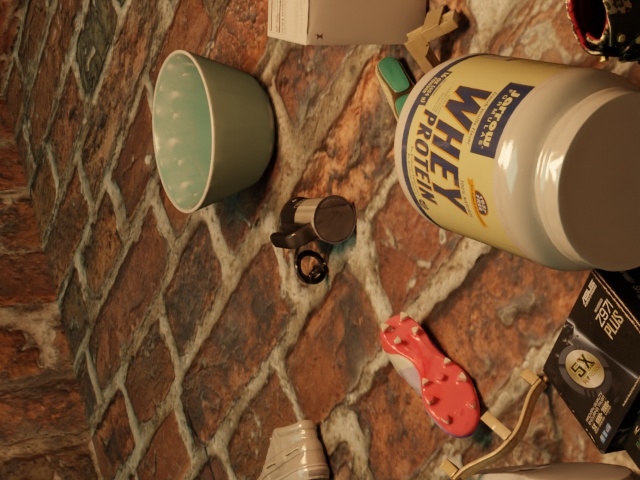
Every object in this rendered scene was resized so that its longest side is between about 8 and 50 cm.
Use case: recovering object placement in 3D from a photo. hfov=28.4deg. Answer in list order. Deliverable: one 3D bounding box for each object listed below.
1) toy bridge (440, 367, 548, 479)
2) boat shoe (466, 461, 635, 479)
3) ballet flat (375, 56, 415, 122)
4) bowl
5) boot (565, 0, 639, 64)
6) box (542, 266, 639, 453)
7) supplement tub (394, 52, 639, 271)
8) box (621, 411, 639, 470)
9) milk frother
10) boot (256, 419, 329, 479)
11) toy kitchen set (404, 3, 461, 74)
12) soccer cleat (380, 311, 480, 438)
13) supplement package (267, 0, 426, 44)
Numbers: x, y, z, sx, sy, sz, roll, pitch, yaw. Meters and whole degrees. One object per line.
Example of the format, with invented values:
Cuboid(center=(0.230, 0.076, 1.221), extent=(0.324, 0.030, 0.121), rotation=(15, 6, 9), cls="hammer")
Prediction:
Cuboid(center=(0.245, 0.256, 1.714), extent=(0.188, 0.026, 0.063), rotation=(-48, 37, -1), cls="toy bridge")
Cuboid(center=(0.293, 0.375, 1.644), extent=(0.367, 0.136, 0.156), rotation=(156, 107, -64), cls="boat shoe")
Cuboid(center=(0.132, -0.214, 1.952), extent=(0.052, 0.057, 0.168), rotation=(75, 176, -57), cls="ballet flat")
Cuboid(center=(-0.196, -0.213, 2.448), extent=(0.311, 0.163, 0.311), rotation=(21, 113, 61), cls="bowl")
Cuboid(center=(0.370, -0.189, 1.343), extent=(0.085, 0.178, 0.236), rotation=(-52, 49, 53), cls="boot")
Cuboid(center=(0.363, 0.141, 1.526), extent=(0.147, 0.077, 0.180), rotation=(60, 144, 40), cls="box")
Cuboid(center=(0.261, -0.096, 1.509), extent=(0.325, 0.235, 0.235), rotation=(24, 116, 60), cls="supplement tub")
Cuboid(center=(0.403, 0.226, 1.480), extent=(0.052, 0.062, 0.083), rotation=(59, 143, 42), cls="box")
Cuboid(center=(0.000, 0.000, 2.203), extent=(0.143, 0.129, 0.135), rotation=(46, 161, -20), cls="milk frother")
Cuboid(center=(-0.067, 0.423, 2.410), extent=(0.258, 0.095, 0.123), rotation=(-37, 55, 49), cls="boot")
Cuboid(center=(0.180, -0.296, 1.861), extent=(0.083, 0.075, 0.068), rotation=(-25, 27, 28), cls="toy kitchen set")
Cuboid(center=(0.170, 0.213, 1.931), extent=(0.248, 0.083, 0.095), rotation=(52, 168, 39), cls="soccer cleat")
Cuboid(center=(0.043, -0.430, 1.903), extent=(0.145, 0.204, 0.262), rotation=(29, 120, 60), cls="supplement package")
